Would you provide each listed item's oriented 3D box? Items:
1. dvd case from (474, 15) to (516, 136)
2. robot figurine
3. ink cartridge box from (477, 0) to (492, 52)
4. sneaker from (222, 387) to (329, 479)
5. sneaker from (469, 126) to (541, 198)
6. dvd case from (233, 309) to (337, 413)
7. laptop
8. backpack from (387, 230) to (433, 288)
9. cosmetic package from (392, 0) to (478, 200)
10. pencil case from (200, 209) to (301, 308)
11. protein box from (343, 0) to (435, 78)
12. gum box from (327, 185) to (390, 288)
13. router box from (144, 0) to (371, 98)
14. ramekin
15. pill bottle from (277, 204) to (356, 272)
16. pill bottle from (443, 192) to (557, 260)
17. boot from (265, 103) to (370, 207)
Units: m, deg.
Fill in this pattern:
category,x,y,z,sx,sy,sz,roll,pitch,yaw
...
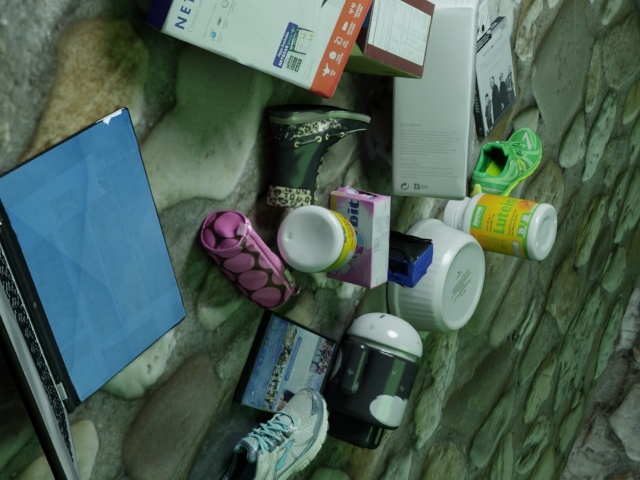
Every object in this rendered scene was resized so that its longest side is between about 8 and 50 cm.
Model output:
category,x,y,z,sx,sy,sz,roll,pitch,yaw
dvd case,0.421,-0.402,2.215,0.179,0.030,0.238,-47,135,-35
robot figurine,0.105,0.288,1.881,0.174,0.209,0.278,21,83,-13
ink cartridge box,0.318,-0.454,2.036,0.207,0.046,0.097,-48,135,-35
sneaker,-0.090,0.390,1.676,0.122,0.110,0.283,47,69,-39
sneaker,0.476,-0.206,2.288,0.295,0.109,0.123,-48,140,-35
dvd case,-0.062,0.250,1.757,0.253,0.022,0.180,32,74,-54
laptop,-0.288,0.086,1.205,0.236,0.408,0.381,-19,121,-13
backpack,0.166,0.040,1.924,0.098,0.120,0.101,-39,140,-45
cosmetic package,0.229,-0.299,1.790,0.217,0.156,0.384,-68,160,-58
pencil case,-0.117,0.033,1.539,0.209,0.098,0.095,51,57,-49
protein box,0.057,-0.370,1.557,0.201,0.200,0.135,4,97,-56
gum box,0.076,-0.010,1.788,0.062,0.107,0.188,-20,117,-51
router box,-0.057,-0.415,1.329,0.301,0.082,0.335,15,104,-34
ramekin,0.277,0.090,2.091,0.273,0.127,0.272,-22,118,-50
pill bottle,0.000,0.000,1.637,0.215,0.117,0.117,8,95,-80
pill bottle,0.423,-0.039,2.148,0.136,0.246,0.136,-22,118,-50
boot,-0.009,-0.155,1.642,0.236,0.085,0.178,-8,110,-47
